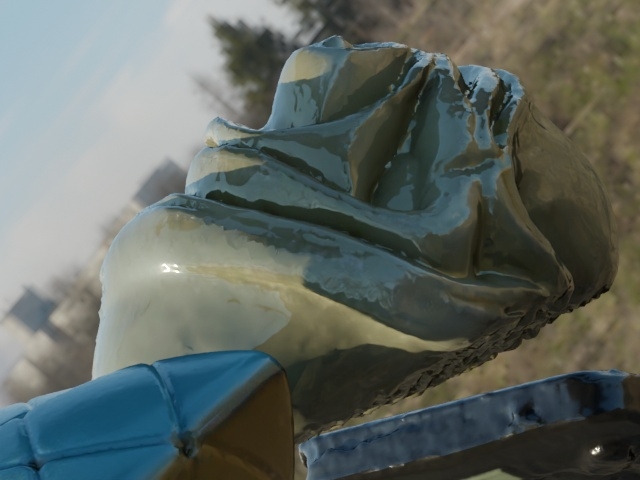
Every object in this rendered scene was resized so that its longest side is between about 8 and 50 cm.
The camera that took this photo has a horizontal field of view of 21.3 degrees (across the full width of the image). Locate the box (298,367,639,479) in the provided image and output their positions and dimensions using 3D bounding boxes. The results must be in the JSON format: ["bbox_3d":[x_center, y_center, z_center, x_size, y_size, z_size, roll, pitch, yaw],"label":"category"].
[{"bbox_3d":[0.204,0.195,1.502,0.359,0.350,0.091,-20,64,38],"label":"box"}]

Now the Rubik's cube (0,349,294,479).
[{"bbox_3d":[-0.123,0.128,0.836,0.254,0.254,0.254,-50,2,3],"label":"Rubik's cube"}]

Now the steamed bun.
[{"bbox_3d":[0.003,0.000,1.044,0.324,0.219,0.310,-25,-6,20],"label":"steamed bun"}]
